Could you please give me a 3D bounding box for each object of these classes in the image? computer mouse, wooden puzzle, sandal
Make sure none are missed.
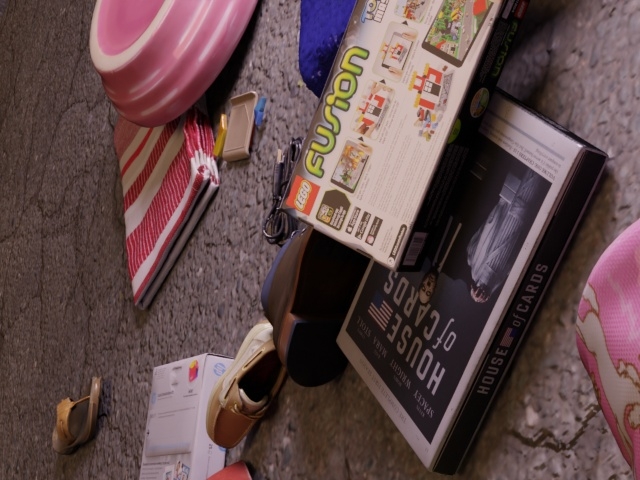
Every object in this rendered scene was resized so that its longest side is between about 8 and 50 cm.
[{"bbox_3d":[0.004,-0.062,0.953,0.193,0.042,0.106,-27,50,63],"label":"computer mouse"},{"bbox_3d":[-0.087,-0.124,1.184,0.116,0.014,0.078,12,93,63],"label":"wooden puzzle"},{"bbox_3d":[-0.336,0.240,1.448,0.180,0.049,0.072,-44,41,46],"label":"sandal"}]

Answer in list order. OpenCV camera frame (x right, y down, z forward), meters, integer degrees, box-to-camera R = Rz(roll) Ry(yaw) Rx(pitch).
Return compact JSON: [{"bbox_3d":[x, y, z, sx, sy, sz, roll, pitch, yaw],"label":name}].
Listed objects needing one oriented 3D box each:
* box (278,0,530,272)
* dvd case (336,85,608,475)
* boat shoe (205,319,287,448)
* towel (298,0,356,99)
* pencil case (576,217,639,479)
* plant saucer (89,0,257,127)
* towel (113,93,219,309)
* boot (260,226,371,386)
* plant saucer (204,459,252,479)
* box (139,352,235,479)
[{"bbox_3d":[0.055,-0.094,0.756,0.114,0.036,0.207,29,104,32],"label":"box"},{"bbox_3d":[0.094,0.015,0.756,0.238,0.030,0.179,-67,28,16],"label":"dvd case"},{"bbox_3d":[-0.066,0.138,0.981,0.135,0.050,0.045,-66,23,19],"label":"boat shoe"},{"bbox_3d":[0.088,-0.269,0.861,0.308,0.076,0.227,-39,41,48],"label":"towel"},{"bbox_3d":[0.216,0.136,0.333,0.167,0.160,0.386,80,176,-47],"label":"pencil case"},{"bbox_3d":[-0.187,-0.306,1.323,0.332,0.084,0.332,-32,47,42],"label":"plant saucer"},{"bbox_3d":[-0.208,-0.107,1.382,0.237,0.037,0.329,-56,33,35],"label":"towel"},{"bbox_3d":[0.000,0.000,0.885,0.106,0.082,0.219,47,121,56],"label":"boot"},{"bbox_3d":[-0.103,0.338,0.895,0.259,0.048,0.258,-147,72,-76],"label":"plant saucer"},{"bbox_3d":[-0.142,0.217,1.102,0.145,0.038,0.186,-23,59,57],"label":"box"}]
